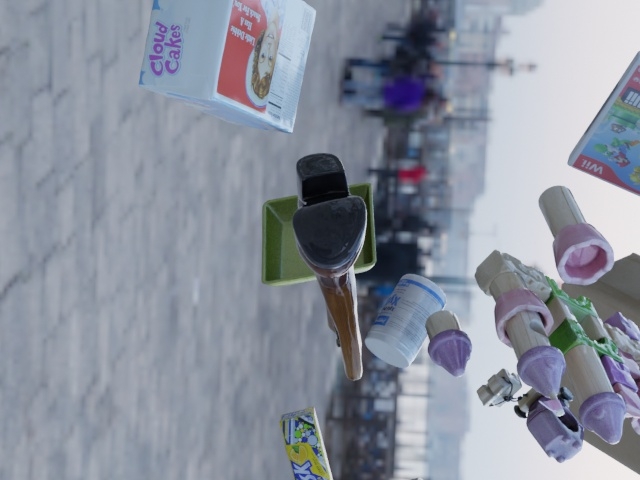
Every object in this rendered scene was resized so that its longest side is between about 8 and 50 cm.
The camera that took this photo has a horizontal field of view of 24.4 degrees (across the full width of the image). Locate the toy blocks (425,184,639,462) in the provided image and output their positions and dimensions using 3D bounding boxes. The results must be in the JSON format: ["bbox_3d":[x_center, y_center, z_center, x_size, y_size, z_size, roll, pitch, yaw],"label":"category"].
[{"bbox_3d":[0.304,0.159,1.718,0.309,0.289,0.260,-48,-147,24],"label":"toy blocks"}]

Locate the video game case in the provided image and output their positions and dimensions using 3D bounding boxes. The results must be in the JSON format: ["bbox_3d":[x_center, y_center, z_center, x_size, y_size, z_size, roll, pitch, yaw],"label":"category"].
[{"bbox_3d":[0.527,-0.163,2.291,0.285,0.204,0.025,114,-1,-57],"label":"video game case"}]

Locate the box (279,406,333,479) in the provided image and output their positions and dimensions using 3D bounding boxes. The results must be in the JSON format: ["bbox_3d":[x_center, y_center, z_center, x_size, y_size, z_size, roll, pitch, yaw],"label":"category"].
[{"bbox_3d":[-0.017,0.356,2.359,0.054,0.059,0.169,-71,147,-84],"label":"box"}]

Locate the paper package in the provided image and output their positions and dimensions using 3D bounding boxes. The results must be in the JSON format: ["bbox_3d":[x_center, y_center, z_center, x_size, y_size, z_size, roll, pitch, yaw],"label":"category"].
[{"bbox_3d":[0.553,0.222,2.394,0.325,0.168,0.309,31,-48,46],"label":"paper package"}]

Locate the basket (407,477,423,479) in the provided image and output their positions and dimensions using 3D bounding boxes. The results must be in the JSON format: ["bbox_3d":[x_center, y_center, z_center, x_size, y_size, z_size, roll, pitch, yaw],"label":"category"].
[{"bbox_3d":[0.029,0.370,1.723,0.204,0.227,0.154,-17,88,-80],"label":"basket"}]

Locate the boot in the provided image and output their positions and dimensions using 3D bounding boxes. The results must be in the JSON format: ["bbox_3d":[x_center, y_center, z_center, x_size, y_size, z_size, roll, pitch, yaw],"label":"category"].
[{"bbox_3d":[0.015,0.064,1.929,0.264,0.096,0.280,-114,-165,-60],"label":"boot"}]

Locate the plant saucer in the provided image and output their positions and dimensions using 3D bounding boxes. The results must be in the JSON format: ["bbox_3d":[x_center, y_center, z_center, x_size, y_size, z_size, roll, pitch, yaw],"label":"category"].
[{"bbox_3d":[0.000,0.000,2.416,0.045,0.188,0.188,71,13,-45],"label":"plant saucer"}]

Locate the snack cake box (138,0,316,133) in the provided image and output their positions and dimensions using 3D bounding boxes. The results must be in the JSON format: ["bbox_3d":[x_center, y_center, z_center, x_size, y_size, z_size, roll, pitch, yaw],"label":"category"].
[{"bbox_3d":[-0.096,-0.212,1.615,0.264,0.089,0.152,14,88,-73],"label":"snack cake box"}]

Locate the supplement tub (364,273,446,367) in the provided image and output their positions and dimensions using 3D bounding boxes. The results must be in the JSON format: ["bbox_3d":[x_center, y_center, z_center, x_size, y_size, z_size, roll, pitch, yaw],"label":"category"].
[{"bbox_3d":[0.112,0.104,1.928,0.107,0.071,0.071,-57,163,-23],"label":"supplement tub"}]
